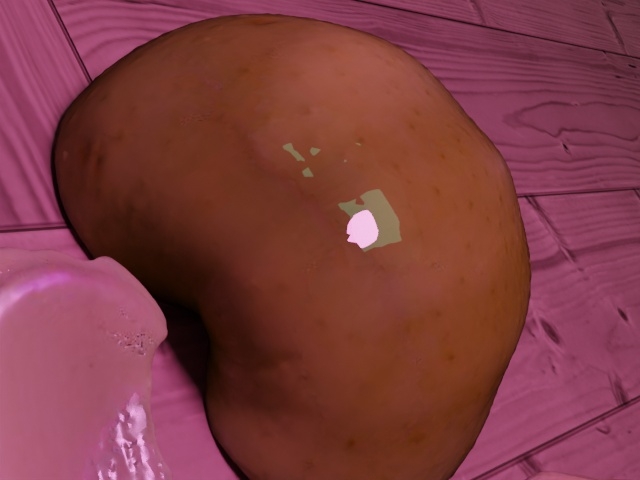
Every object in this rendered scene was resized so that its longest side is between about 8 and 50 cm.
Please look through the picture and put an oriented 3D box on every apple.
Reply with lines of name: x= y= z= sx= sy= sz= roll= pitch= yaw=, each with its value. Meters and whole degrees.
apple: x=0.000 y=0.000 z=0.870 sx=0.360 sy=0.311 sz=0.320 roll=-32 pitch=131 yaw=-59

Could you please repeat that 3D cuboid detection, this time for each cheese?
cheese: x=-0.123 y=0.143 z=0.556 sx=0.163 sy=0.082 sz=0.286 roll=1 pitch=71 yaw=-45

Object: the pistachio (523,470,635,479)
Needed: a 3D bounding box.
pistachio: x=0.178 y=0.294 z=0.704 sx=0.226 sy=0.207 sz=0.332 roll=-23 pitch=96 yaw=-49
